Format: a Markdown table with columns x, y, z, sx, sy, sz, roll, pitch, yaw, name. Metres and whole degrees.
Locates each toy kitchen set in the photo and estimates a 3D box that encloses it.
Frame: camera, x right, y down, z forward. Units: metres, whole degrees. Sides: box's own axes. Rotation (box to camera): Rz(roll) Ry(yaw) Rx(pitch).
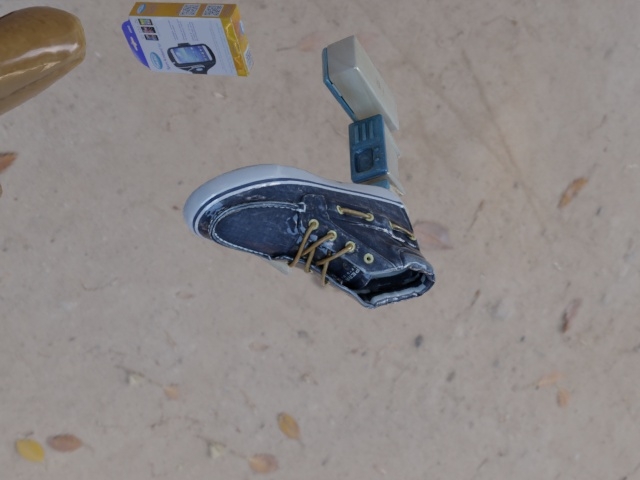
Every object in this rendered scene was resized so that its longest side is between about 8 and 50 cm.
| x | y | z | sx | sy | sz | roll | pitch | yaw | name |
| --- | --- | --- | --- | --- | --- | --- | --- | --- | --- |
| -0.004 | -0.092 | 0.920 | 0.166 | 0.207 | 0.122 | -18 | 143 | 21 | toy kitchen set |

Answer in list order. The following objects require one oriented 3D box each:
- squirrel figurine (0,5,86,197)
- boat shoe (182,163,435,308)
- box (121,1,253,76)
| x | y | z | sx | sy | sz | roll | pitch | yaw | name |
| --- | --- | --- | --- | --- | --- | --- | --- | --- | --- |
| -0.444 | -0.180 | 0.604 | 0.397 | 0.281 | 0.371 | -29 | 86 | -36 | squirrel figurine |
| 0.000 | 0.000 | 0.565 | 0.183 | 0.083 | 0.065 | 2 | 135 | -35 | boat shoe |
| -0.147 | -0.221 | 0.895 | 0.081 | 0.136 | 0.028 | 76 | 27 | -52 | box |
